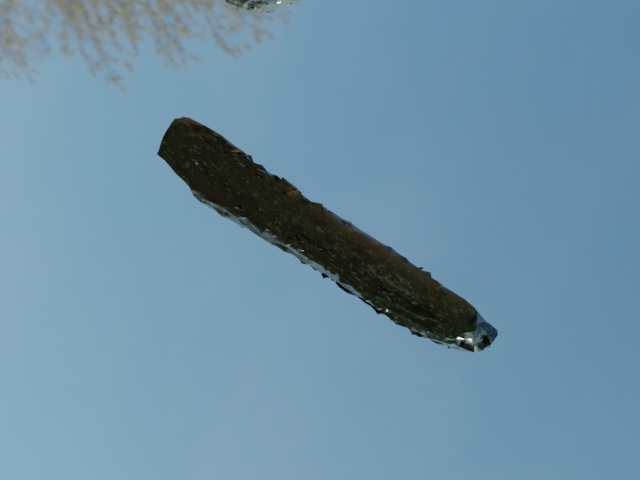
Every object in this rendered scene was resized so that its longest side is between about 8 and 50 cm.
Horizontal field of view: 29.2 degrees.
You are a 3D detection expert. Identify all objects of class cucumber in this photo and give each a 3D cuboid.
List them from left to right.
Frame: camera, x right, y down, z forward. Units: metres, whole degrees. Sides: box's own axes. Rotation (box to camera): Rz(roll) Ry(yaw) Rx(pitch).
[{"bbox_3d":[0.000,-0.001,0.794,0.044,0.257,0.043,-52,164,-20],"label":"cucumber"}]

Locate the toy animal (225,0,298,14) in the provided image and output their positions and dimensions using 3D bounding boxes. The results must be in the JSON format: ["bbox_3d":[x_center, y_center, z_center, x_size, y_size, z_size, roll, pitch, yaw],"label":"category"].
[{"bbox_3d":[-0.004,-0.223,0.735,0.070,0.079,0.253,-39,174,-36],"label":"toy animal"}]
